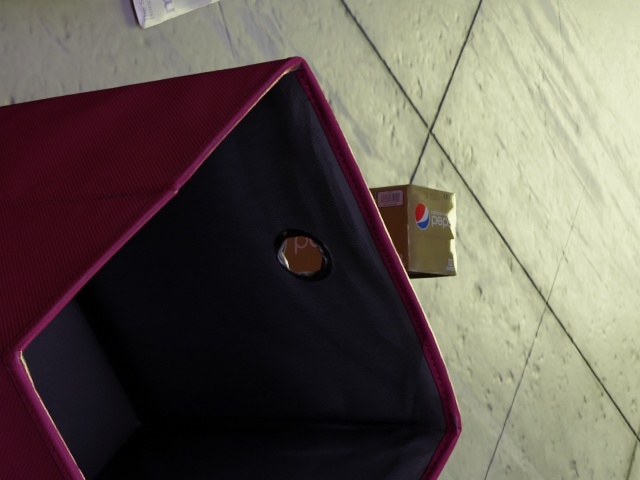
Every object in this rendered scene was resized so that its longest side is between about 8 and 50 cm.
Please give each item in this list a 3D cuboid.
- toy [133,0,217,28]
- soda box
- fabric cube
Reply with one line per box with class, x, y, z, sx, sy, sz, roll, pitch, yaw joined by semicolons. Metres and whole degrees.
toy;-0.055;-0.249;1.104;0.237;0.056;0.136;-33;112;-50
soda box;0.000;0.000;1.048;0.061;0.181;0.058;7;81;-54
fabric cube;-0.120;0.083;0.812;0.259;0.258;0.254;-51;126;-43
